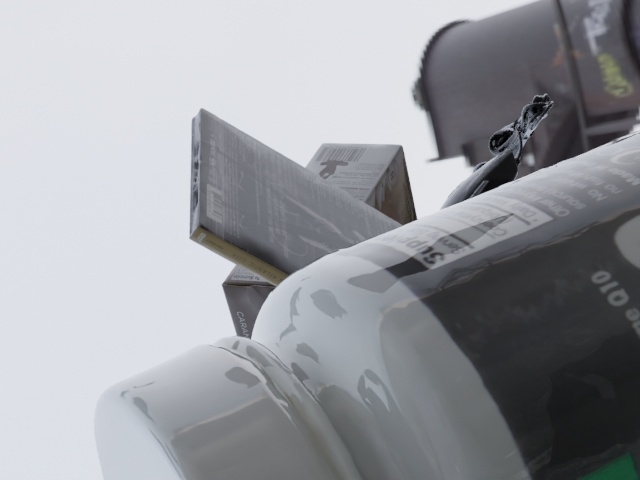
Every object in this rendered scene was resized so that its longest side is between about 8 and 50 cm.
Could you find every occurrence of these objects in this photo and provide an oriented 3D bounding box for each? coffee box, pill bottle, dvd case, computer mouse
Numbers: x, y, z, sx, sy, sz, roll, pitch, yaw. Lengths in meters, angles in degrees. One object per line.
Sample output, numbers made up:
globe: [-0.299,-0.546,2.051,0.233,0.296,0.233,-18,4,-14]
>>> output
coffee box: [0.010,0.026,1.364,0.246,0.098,0.141,-58,-38,-45]
pill bottle: [0.096,0.078,0.629,0.361,0.204,0.204,-22,-82,-23]
dvd case: [0.000,0.000,1.005,0.221,0.164,0.018,29,-63,-22]
computer mouse: [0.178,-0.049,1.607,0.060,0.184,0.262,28,-104,1]
